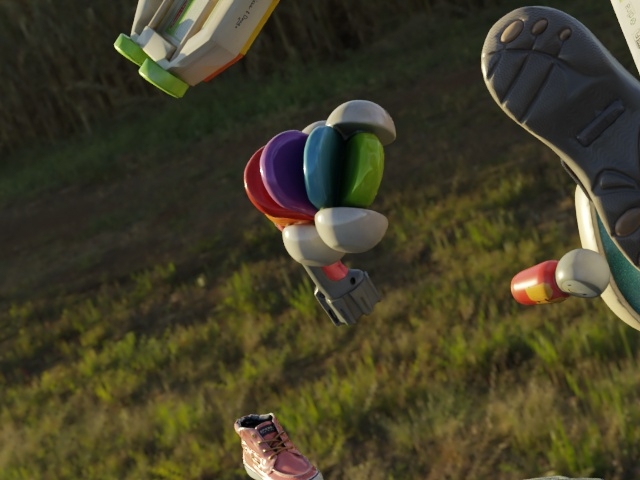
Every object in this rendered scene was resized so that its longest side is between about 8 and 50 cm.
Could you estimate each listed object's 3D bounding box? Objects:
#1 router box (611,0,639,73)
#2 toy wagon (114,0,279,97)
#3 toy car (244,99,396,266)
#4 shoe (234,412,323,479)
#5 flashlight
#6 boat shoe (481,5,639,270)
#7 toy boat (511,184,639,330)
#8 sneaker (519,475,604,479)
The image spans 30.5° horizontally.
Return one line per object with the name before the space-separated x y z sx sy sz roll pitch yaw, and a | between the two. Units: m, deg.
router box | 0.466 -0.178 1.267 0.082 0.301 0.335 -46 36 37
toy wagon | -0.138 -0.314 1.363 0.267 0.068 0.344 -56 32 7
toy car | -0.007 -0.066 1.239 0.136 0.159 0.182 14 -17 -24
shoe | -0.062 0.287 1.585 0.063 0.081 0.178 -23 13 -26
flashlight | 0.000 0.000 1.995 0.103 0.304 0.103 -46 22 -29
boat shoe | 0.276 -0.079 1.039 0.123 0.324 0.116 -38 0 17
toy boat | 0.409 0.020 1.585 0.318 0.267 0.148 -19 -1 -34
sneaker | 0.420 0.472 2.103 0.094 0.091 0.258 -2 -8 -21
